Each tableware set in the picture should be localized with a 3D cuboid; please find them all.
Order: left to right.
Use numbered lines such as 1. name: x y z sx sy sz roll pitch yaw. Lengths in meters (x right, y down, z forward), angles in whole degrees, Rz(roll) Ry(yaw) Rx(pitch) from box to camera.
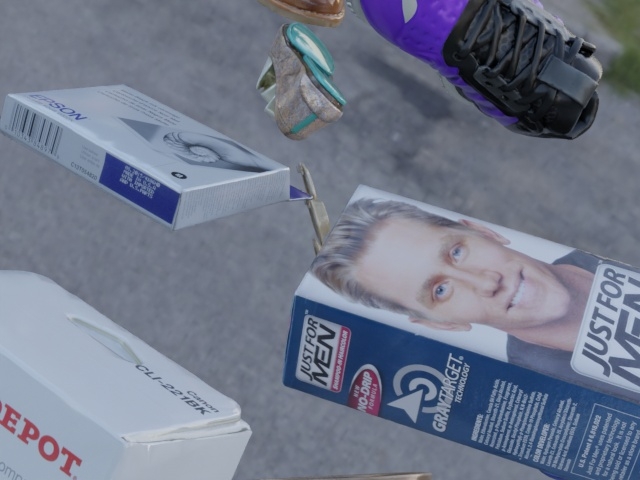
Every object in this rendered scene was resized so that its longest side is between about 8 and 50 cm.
1. tableware set: 0.000 0.000 1.326 0.020 0.168 0.141 -16 19 -4

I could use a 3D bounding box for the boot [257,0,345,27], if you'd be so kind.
1. boot: 0.008 -0.348 1.192 0.109 0.220 0.283 18 37 -14

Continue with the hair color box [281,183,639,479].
1. hair color box: 0.161 0.083 1.036 0.347 0.105 0.174 17 38 11

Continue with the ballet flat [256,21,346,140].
1. ballet flat: -0.039 -0.221 1.746 0.107 0.106 0.316 42 14 -18

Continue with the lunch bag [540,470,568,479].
1. lunch bag: 0.388 0.246 1.645 0.219 0.090 0.176 7 32 -1

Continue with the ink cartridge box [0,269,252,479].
1. ink cartridge box: -0.187 0.176 0.711 0.197 0.272 0.114 29 11 30

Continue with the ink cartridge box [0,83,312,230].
1. ink cartridge box: -0.145 -0.088 1.189 0.223 0.045 0.224 28 23 25

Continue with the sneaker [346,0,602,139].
1. sneaker: 0.135 -0.147 0.919 0.146 0.102 0.293 38 7 29

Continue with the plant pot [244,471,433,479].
1. plant pot: 0.021 0.339 1.521 0.237 0.237 0.109 4 79 -38
